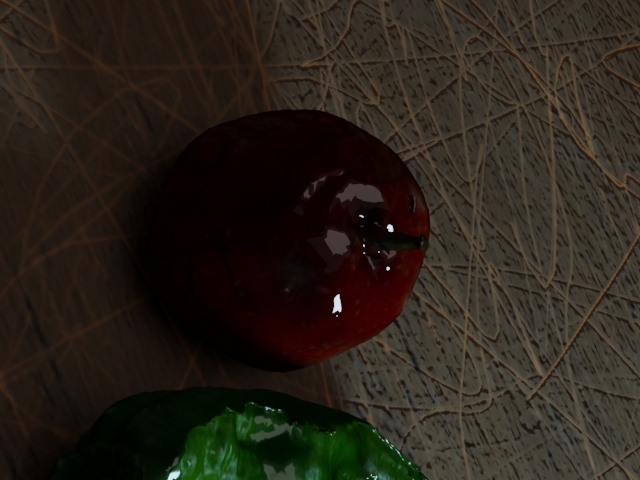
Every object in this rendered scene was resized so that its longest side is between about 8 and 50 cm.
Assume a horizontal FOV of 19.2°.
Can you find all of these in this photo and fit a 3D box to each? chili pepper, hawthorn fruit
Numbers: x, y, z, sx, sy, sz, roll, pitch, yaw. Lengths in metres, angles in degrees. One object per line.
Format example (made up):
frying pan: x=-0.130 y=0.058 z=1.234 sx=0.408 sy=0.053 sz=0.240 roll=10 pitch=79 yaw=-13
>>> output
chili pepper: x=-0.062 y=0.226 z=1.519 sx=0.385 sy=0.167 sz=0.213 roll=18 pitch=81 yaw=-47
hawthorn fruit: x=0.000 y=0.000 z=1.569 sx=0.230 sy=0.266 sz=0.210 roll=-43 pitch=123 yaw=-35
